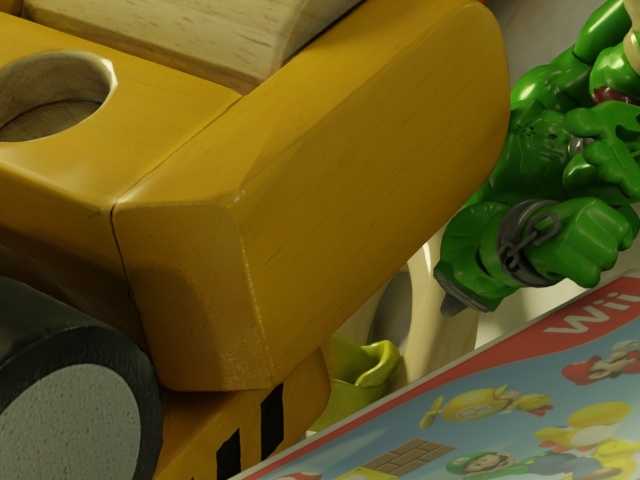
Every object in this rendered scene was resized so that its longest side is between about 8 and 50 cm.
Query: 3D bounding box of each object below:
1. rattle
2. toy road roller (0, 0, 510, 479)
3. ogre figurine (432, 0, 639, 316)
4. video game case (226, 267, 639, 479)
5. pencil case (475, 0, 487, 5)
[{"bbox_3d":[0.000,0.000,0.821,0.130,0.143,0.200,164,116,-80],"label":"rattle"},{"bbox_3d":[-0.083,0.038,0.676,0.202,0.240,0.329,21,51,34],"label":"toy road roller"},{"bbox_3d":[0.102,-0.038,0.723,0.118,0.097,0.197,-40,35,47],"label":"ogre figurine"},{"bbox_3d":[0.112,0.065,0.506,0.285,0.204,0.025,6,117,58],"label":"video game case"},{"bbox_3d":[0.029,-0.124,0.887,0.236,0.104,0.104,-44,39,32],"label":"pencil case"}]
